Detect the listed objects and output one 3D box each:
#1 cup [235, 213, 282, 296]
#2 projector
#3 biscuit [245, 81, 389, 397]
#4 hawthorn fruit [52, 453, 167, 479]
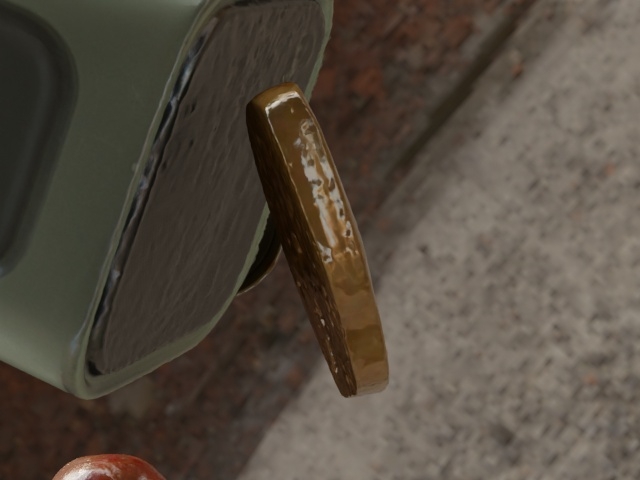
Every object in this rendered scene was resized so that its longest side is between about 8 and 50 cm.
[{"bbox_3d":[-0.144,-0.038,1.746,0.166,0.239,0.177,-62,10,2],"label":"cup"},{"bbox_3d":[-0.164,-0.080,1.079,0.249,0.248,0.248,24,105,15],"label":"projector"},{"bbox_3d":[0.000,0.000,0.971,0.029,0.220,0.142,-22,43,-7],"label":"biscuit"},{"bbox_3d":[-0.180,0.247,1.607,0.138,0.133,0.132,117,170,-60],"label":"hawthorn fruit"}]
